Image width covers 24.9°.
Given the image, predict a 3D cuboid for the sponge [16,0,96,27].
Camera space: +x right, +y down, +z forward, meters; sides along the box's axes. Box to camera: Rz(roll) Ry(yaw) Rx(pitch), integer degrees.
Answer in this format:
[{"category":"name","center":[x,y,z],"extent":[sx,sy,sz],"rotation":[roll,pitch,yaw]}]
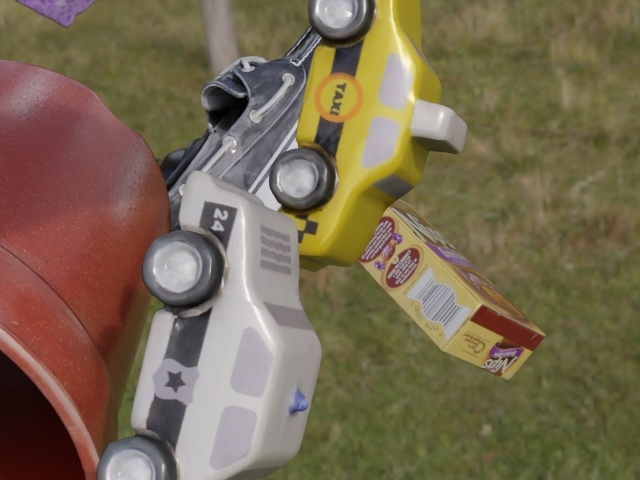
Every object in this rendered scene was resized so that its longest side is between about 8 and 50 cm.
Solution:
[{"category":"sponge","center":[-0.053,-0.161,0.449],"extent":[0.210,0.117,0.031],"rotation":[-39,56,17]}]

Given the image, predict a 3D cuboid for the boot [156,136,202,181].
[{"category":"boot","center":[-0.199,-0.015,1.547],"extent":[0.260,0.131,0.348],"rotation":[-20,5,4]}]

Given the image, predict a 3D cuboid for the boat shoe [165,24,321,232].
[{"category":"boat shoe","center":[-0.052,-0.111,1.240],"extent":[0.108,0.102,0.301],"rotation":[-23,32,59]}]

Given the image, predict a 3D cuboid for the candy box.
[{"category":"candy box","center":[0.083,0.025,1.156],"extent":[0.186,0.053,0.109],"rotation":[45,12,37]}]

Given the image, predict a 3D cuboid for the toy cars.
[{"category":"toy cars","center":[0.000,0.000,0.741],"extent":[0.087,0.176,0.393],"rotation":[12,46,17]}]

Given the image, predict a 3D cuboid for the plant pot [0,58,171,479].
[{"category":"plant pot","center":[-0.214,0.042,0.833],"extent":[0.272,0.272,0.265],"rotation":[-3,32,14]}]
